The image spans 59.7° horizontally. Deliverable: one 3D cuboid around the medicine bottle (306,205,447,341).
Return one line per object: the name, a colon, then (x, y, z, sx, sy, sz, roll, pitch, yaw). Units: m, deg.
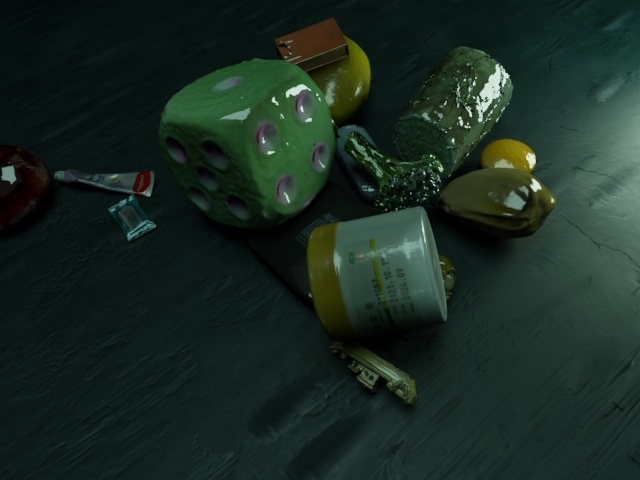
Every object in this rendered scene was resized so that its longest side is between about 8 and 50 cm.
medicine bottle: (0.116, 0.068, 1.106, 0.232, 0.238, 0.238, -12, 49, 16)

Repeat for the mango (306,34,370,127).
mango: (0.024, -0.478, 1.674, 0.253, 0.182, 0.365, -1, 51, 7)

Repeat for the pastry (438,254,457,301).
pastry: (0.228, 0.085, 1.254, 0.153, 0.081, 0.153, -9, 50, 11)

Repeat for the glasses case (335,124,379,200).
glasses case: (0.113, -0.216, 1.523, 0.109, 0.067, 0.282, -18, 54, -9)

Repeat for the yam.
yam: (0.353, -0.343, 1.496, 0.241, 0.241, 0.348, 25, 61, 25)

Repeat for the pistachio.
pistachio: (0.419, -0.100, 1.339, 0.212, 0.163, 0.260, -23, 35, -38)

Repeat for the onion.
onion: (-0.896, -0.156, 1.527, 0.272, 0.195, 0.272, -2, 60, 4)

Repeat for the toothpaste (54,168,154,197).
toothpaste: (-0.620, -0.173, 1.600, 0.301, 0.048, 0.075, 5, 48, 9)

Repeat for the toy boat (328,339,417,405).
toy boat: (0.105, 0.268, 1.136, 0.206, 0.064, 0.072, 28, 78, 30)

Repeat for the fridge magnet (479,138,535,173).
fridge magnet: (0.493, -0.211, 1.472, 0.143, 0.063, 0.143, -4, 52, 5)

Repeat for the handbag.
handbag: (-0.028, -0.555, 1.602, 0.190, 0.063, 0.127, -21, 61, -1)

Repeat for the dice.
dice: (-0.173, -0.235, 1.371, 0.318, 0.330, 0.322, 14, 48, 37)

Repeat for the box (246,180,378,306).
box: (0.000, 0.000, 1.359, 0.289, 0.073, 0.290, -37, 56, -21)

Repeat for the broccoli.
broccoli: (0.193, -0.181, 1.369, 0.198, 0.177, 0.275, -26, 71, 2)

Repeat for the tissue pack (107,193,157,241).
tissue pack: (-0.507, -0.059, 1.504, 0.085, 0.028, 0.138, -33, 59, -15)
